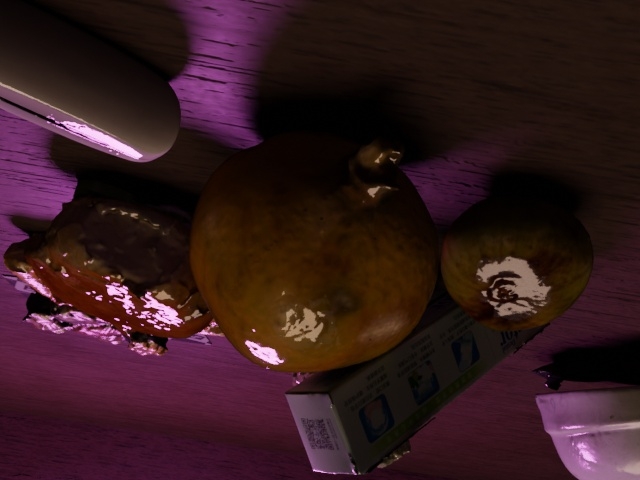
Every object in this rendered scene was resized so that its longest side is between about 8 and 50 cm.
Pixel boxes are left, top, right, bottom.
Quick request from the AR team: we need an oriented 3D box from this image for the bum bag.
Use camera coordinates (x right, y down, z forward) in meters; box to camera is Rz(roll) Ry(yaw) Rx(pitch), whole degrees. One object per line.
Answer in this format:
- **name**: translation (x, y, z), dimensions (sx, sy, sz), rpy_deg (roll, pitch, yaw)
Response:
- **bum bag**: translation (0.416, 0.199, 1.188), dimensions (0.197, 0.049, 0.087), rpy_deg (-7, 161, 24)

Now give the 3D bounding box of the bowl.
- **bowl**: translation (0.486, 0.289, 1.167), dimensions (0.307, 0.163, 0.307), rpy_deg (-6, 166, -2)

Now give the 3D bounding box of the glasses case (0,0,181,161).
- **glasses case**: translation (-0.191, -0.120, 0.583), dimensions (0.193, 0.074, 0.049), rpy_deg (23, 151, -33)

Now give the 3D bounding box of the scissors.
- **scissors**: translation (-0.168, -0.022, 0.880), dimensions (0.204, 0.027, 0.101), rpy_deg (12, 159, -6)

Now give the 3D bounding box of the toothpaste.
- **toothpaste**: translation (0.112, 0.112, 0.784), dimensions (0.336, 0.081, 0.067), rpy_deg (-26, -171, -42)

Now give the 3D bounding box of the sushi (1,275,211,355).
- **sushi**: translation (-0.352, 0.147, 1.324), dimensions (0.293, 0.059, 0.292), rpy_deg (6, 159, 4)

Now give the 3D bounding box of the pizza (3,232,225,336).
- **pizza**: translation (-0.244, 0.066, 1.054), dimensions (0.335, 0.086, 0.226), rpy_deg (24, 155, -30)

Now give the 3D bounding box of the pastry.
- **pastry**: translation (-0.201, 0.034, 0.863), dimensions (0.228, 0.100, 0.218), rpy_deg (8, 153, 23)

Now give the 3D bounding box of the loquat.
- **loquat**: translation (0.000, 0.000, 0.659), dimensions (0.213, 0.214, 0.246), rpy_deg (15, 141, -17)

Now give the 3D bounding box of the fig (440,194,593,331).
- **fig**: translation (0.181, 0.022, 0.739), dimensions (0.135, 0.121, 0.153), rpy_deg (8, 159, 12)

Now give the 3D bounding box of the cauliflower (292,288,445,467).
- **cauliflower**: translation (0.101, 0.141, 1.010), dimensions (0.315, 0.239, 0.256), rpy_deg (1, 138, -31)
